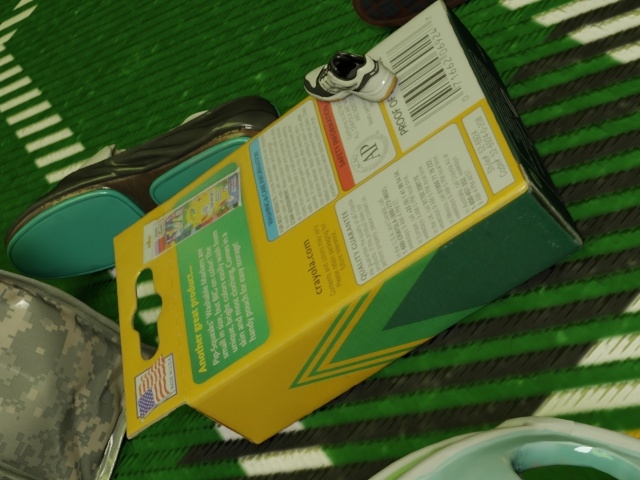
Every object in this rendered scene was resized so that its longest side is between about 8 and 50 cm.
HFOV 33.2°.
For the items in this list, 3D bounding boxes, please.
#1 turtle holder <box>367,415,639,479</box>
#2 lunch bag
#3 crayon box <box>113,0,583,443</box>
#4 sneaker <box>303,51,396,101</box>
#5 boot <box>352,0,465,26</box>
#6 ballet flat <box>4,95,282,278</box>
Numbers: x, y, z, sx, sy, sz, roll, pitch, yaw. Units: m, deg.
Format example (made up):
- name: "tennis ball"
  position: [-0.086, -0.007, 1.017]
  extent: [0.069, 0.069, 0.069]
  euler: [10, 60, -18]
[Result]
- name: "turtle holder"
  position: [0.111, 0.196, 0.409]
  extent: [0.320, 0.243, 0.227]
  euler: [-9, 38, 49]
- name: "lunch bag"
  position: [-0.313, 0.076, 0.843]
  extent: [0.235, 0.287, 0.168]
  euler: [2, 64, 44]
- name: "crayon box"
  position: [0.000, 0.000, 0.768]
  extent: [0.323, 0.083, 0.203]
  euler: [-33, 43, 19]
- name: "sneaker"
  position: [0.015, -0.118, 0.750]
  extent: [0.083, 0.037, 0.031]
  euler: [6, 67, 46]
- name: "boot"
  position: [0.120, -0.260, 0.874]
  extent: [0.219, 0.082, 0.106]
  euler: [-33, 22, 26]
- name: "ballet flat"
  position: [-0.147, -0.048, 0.941]
  extent: [0.281, 0.095, 0.096]
  euler: [-20, 39, 18]
